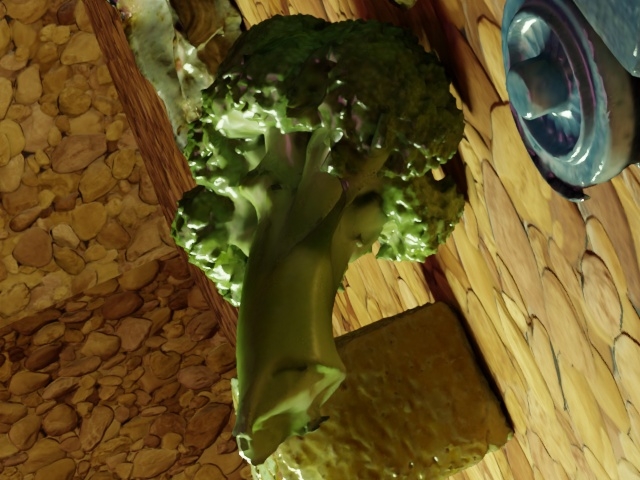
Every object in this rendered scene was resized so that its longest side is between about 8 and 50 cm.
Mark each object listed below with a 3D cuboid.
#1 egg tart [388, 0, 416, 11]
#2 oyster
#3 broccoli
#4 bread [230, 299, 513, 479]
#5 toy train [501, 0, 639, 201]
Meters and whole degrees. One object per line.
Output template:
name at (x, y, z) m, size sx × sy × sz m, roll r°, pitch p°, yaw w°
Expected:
egg tart at (0.021, -0.195, 1.154) m, size 0.130 × 0.052 × 0.130 m, roll 159°, pitch 90°, yaw -83°
oyster at (-0.139, -0.230, 1.969) m, size 0.221 × 0.096 × 0.361 m, roll 86°, pitch 159°, yaw -55°
broccoli at (0.020, -0.025, 1.270) m, size 0.254 × 0.186 × 0.302 m, roll -67°, pitch 29°, yaw 20°
bread at (0.036, 0.137, 1.523) m, size 0.102 × 0.196 × 0.138 m, roll 135°, pitch 115°, yaw -78°
toy train at (0.082, -0.159, 0.615) m, size 0.202 × 0.131 × 0.300 m, roll 87°, pitch 158°, yaw -50°
